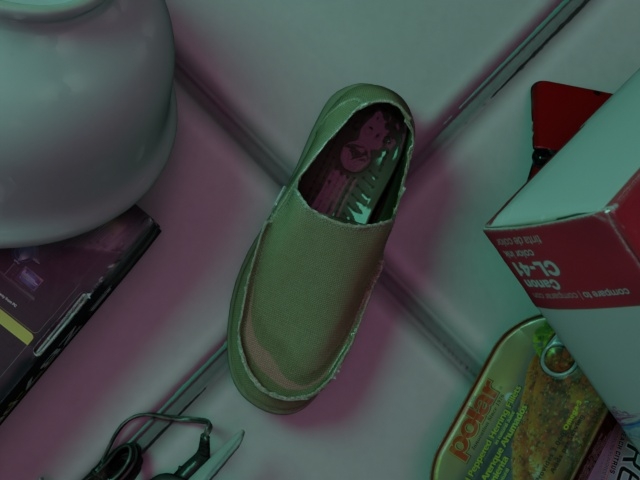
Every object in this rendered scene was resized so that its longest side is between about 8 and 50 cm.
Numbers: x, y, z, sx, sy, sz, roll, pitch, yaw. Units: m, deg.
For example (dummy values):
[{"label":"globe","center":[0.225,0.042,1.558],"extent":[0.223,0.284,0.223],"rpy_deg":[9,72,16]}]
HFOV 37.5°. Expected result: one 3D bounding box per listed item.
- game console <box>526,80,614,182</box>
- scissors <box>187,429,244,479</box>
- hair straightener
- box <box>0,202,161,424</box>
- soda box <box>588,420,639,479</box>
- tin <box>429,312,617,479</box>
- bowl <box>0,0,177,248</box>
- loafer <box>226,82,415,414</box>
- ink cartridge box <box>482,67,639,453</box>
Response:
[{"label":"game console","center":[0.232,-0.050,0.773],"extent":[0.144,0.085,0.124],"rpy_deg":[10,116,-4]},{"label":"scissors","center":[-0.164,0.244,0.647],"extent":[0.021,0.109,0.297],"rpy_deg":[50,57,-25]},{"label":"hair straightener","center":[-0.175,0.205,0.695],"extent":[0.230,0.047,0.089],"rpy_deg":[-42,91,-7]},{"label":"box","center":[-0.366,-0.014,0.670],"extent":[0.395,0.097,0.318],"rpy_deg":[38,85,-2]},{"label":"soda box","center":[0.205,0.183,0.727],"extent":[0.058,0.063,0.183],"rpy_deg":[40,83,-2]},{"label":"tin","center":[0.156,0.142,0.706],"extent":[0.106,0.040,0.189],"rpy_deg":[22,73,37]},{"label":"bowl","center":[-0.214,-0.153,0.604],"extent":[0.298,0.134,0.298],"rpy_deg":[16,52,-21]},{"label":"loafer","center":[0.000,0.000,0.706],"extent":[0.102,0.092,0.268],"rpy_deg":[18,84,-4]},{"label":"ink cartridge box","center":[0.291,0.037,0.649],"extent":[0.226,0.131,0.306],"rpy_deg":[-42,106,-24]}]
